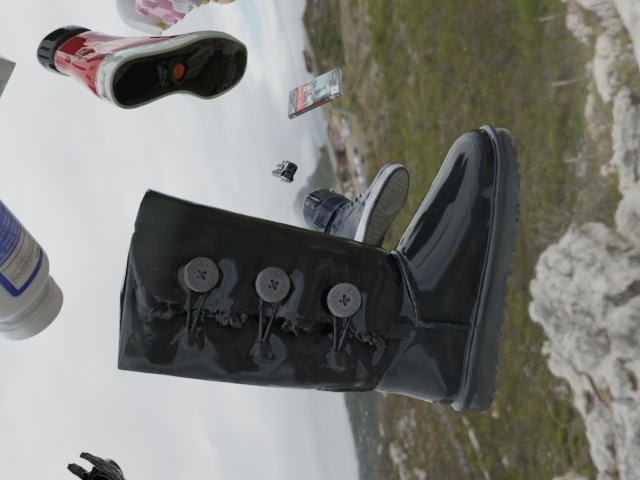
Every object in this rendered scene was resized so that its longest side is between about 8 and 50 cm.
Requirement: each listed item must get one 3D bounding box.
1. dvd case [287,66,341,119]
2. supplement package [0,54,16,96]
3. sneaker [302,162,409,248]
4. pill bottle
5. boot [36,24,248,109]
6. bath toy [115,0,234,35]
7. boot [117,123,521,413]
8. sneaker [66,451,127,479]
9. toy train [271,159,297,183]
[{"bbox_3d":[-0.012,-0.295,1.386,0.013,0.119,0.087,48,-150,-39],"label":"dvd case"},{"bbox_3d":[-0.593,-0.279,1.072,0.105,0.179,0.105,-61,7,6],"label":"supplement package"},{"bbox_3d":[0.051,-0.068,1.172,0.163,0.086,0.226,47,132,30],"label":"sneaker"},{"bbox_3d":[-0.483,0.024,0.974,0.272,0.152,0.152,69,-174,-47],"label":"pill bottle"},{"bbox_3d":[-0.227,-0.242,0.896,0.244,0.176,0.088,-24,-48,-47],"label":"boot"},{"bbox_3d":[-0.226,-0.421,1.121,0.348,0.151,0.129,10,89,58],"label":"bath toy"},{"bbox_3d":[0.000,0.002,0.843,0.146,0.445,0.367,107,171,-77],"label":"boot"},{"bbox_3d":[-0.312,0.390,1.057,0.170,0.051,0.089,50,172,1],"label":"sneaker"},{"bbox_3d":[-0.060,-0.118,1.168,0.036,0.027,0.158,-59,11,1],"label":"toy train"}]
